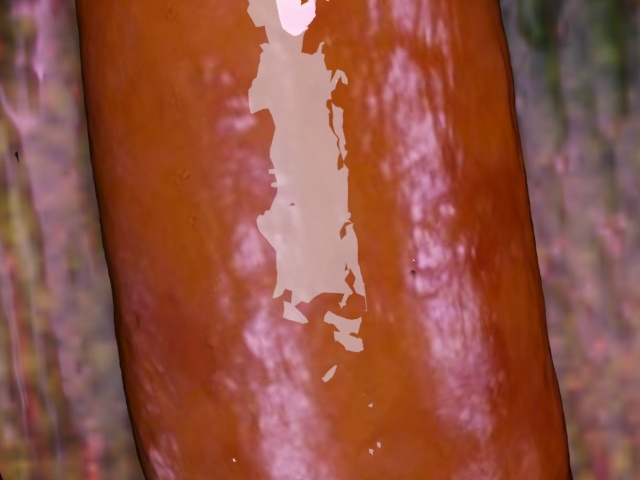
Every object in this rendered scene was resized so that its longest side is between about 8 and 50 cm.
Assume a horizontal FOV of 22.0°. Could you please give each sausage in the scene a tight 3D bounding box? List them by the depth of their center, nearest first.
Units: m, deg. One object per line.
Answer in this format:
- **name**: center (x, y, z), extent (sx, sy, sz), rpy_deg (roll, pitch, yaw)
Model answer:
- **sausage**: center (0.002, 0.000, 0.375), extent (0.109, 0.109, 0.270), rpy_deg (-9, 96, -1)

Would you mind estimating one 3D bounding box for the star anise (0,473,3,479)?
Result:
- **star anise**: center (-0.082, 0.090, 0.375), extent (0.141, 0.042, 0.141), rpy_deg (6, 114, 14)
